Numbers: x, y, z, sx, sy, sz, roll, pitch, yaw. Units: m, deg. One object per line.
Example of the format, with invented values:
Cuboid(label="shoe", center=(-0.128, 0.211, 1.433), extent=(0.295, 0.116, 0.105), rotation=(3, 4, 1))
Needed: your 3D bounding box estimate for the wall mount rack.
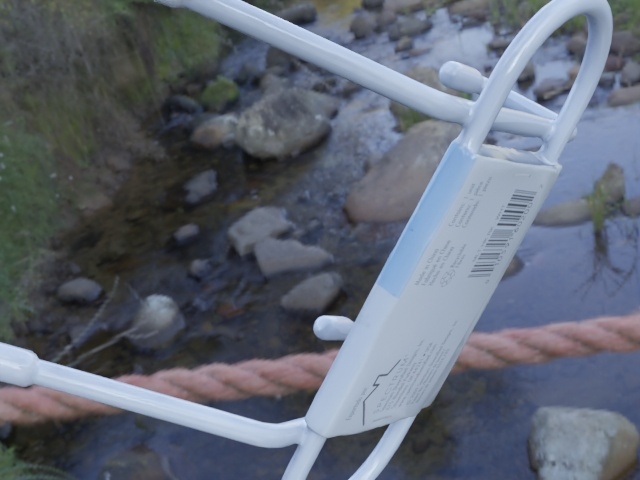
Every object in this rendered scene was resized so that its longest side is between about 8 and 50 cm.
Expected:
Cuboid(label="wall mount rack", center=(0.000, 0.000, 0.484), extent=(0.130, 0.350, 0.304), rotation=(37, 21, 32))
